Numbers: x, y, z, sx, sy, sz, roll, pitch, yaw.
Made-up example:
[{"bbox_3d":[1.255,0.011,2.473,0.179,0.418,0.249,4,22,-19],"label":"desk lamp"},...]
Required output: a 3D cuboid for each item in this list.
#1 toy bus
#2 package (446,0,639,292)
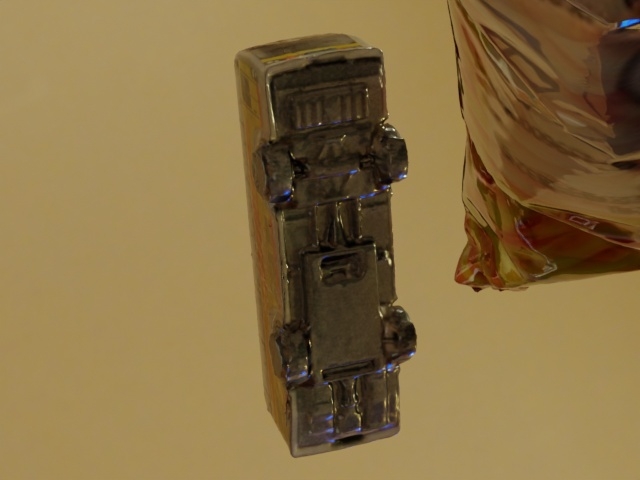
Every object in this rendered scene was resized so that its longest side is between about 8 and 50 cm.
[{"bbox_3d":[0.000,0.000,1.219,0.106,0.092,0.268,-130,-148,-61],"label":"toy bus"},{"bbox_3d":[0.102,-0.079,0.396,0.108,0.223,0.288,63,5,28],"label":"package"}]
